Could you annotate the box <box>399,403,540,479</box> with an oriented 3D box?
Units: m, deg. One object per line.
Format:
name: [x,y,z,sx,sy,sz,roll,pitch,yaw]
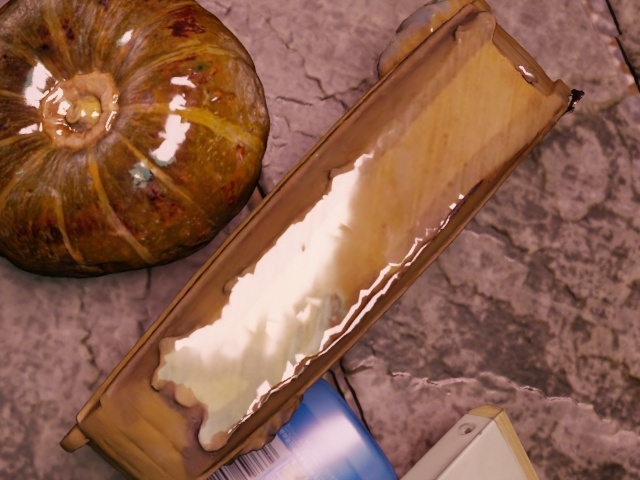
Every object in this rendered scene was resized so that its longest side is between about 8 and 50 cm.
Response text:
box: [0.120,0.286,0.633,0.211,0.045,0.270,-39,108,-29]

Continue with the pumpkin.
pumpkin: [-0.137,-0.079,0.597,0.218,0.162,0.219,-3,75,10]

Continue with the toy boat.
toy boat: [0.000,0.000,0.610,0.136,0.162,0.445,45,77,-6]

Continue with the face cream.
face cream: [-0.072,0.219,0.622,0.264,0.083,0.149,-36,82,-11]
